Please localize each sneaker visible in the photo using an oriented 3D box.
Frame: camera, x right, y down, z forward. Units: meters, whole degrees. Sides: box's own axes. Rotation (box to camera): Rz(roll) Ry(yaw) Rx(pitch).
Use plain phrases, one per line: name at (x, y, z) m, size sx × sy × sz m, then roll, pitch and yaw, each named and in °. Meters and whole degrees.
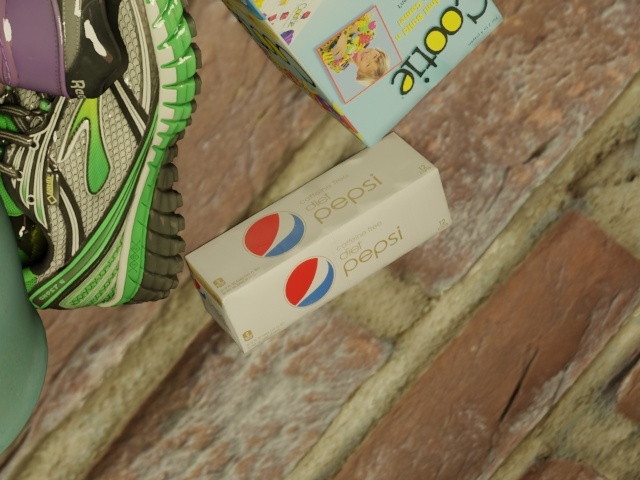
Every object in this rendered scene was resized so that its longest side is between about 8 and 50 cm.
sneaker at (-0.171, -0.086, 1.009) m, size 0.146 × 0.134 × 0.344 m, roll -13°, pitch 126°, yaw -27°
sneaker at (-0.128, -0.222, 0.854) m, size 0.124 × 0.107 × 0.283 m, roll 16°, pitch 96°, yaw 4°

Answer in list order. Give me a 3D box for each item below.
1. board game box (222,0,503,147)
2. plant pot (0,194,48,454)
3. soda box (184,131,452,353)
board game box at (-0.015, -0.220, 1.020) m, size 0.144 × 0.142 × 0.275 m, roll -44°, pitch 134°, yaw -2°
plant pot at (-0.305, 0.033, 0.919) m, size 0.271 × 0.271 × 0.255 m, roll -37°, pitch 140°, yaw -8°
soda box at (0.000, 0.000, 1.227) m, size 0.216 × 0.074 × 0.069 m, roll -32°, pitch 133°, yaw -13°
